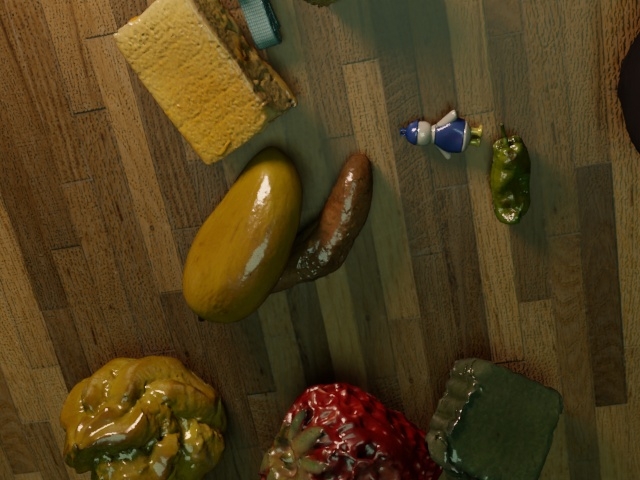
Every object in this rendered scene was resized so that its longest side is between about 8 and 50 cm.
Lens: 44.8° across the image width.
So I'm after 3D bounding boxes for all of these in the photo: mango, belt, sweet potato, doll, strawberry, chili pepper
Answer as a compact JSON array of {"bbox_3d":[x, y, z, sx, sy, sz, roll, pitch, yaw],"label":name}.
[{"bbox_3d":[-0.131,0.005,1.378,0.142,0.195,0.331,15,115,-44],"label":"mango"},{"bbox_3d":[-0.115,-0.402,1.277,0.065,0.100,0.179,-17,111,15],"label":"belt"},{"bbox_3d":[0.004,0.001,1.421,0.114,0.092,0.341,44,109,15],"label":"sweet potato"},{"bbox_3d":[0.209,-0.184,1.351,0.143,0.057,0.098,3,131,5],"label":"doll"},{"bbox_3d":[0.073,0.432,1.506,0.345,0.295,0.317,9,93,-36],"label":"strawberry"},{"bbox_3d":[0.333,-0.129,1.354,0.072,0.073,0.203,-14,121,-9],"label":"chili pepper"}]

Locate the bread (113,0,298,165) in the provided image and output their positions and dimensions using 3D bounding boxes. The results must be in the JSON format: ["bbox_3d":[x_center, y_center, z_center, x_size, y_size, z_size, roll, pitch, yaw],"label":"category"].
[{"bbox_3d":[-0.193,-0.285,1.301,0.185,0.114,0.274,-28,109,30],"label":"bread"}]

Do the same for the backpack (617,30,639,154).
[{"bbox_3d":[0.701,-0.246,1.165,0.446,0.254,0.363,-3,143,-7],"label":"backpack"}]

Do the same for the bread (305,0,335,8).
[{"bbox_3d":[0.033,-0.444,1.225,0.147,0.152,0.127,-21,106,21],"label":"bread"}]

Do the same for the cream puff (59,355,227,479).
[{"bbox_3d":[-0.349,0.398,1.512,0.291,0.257,0.324,-10,109,13],"label":"cream puff"}]

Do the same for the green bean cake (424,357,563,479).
[{"bbox_3d":[0.320,0.352,1.461,0.223,0.125,0.227,25,75,-12],"label":"green bean cake"}]
